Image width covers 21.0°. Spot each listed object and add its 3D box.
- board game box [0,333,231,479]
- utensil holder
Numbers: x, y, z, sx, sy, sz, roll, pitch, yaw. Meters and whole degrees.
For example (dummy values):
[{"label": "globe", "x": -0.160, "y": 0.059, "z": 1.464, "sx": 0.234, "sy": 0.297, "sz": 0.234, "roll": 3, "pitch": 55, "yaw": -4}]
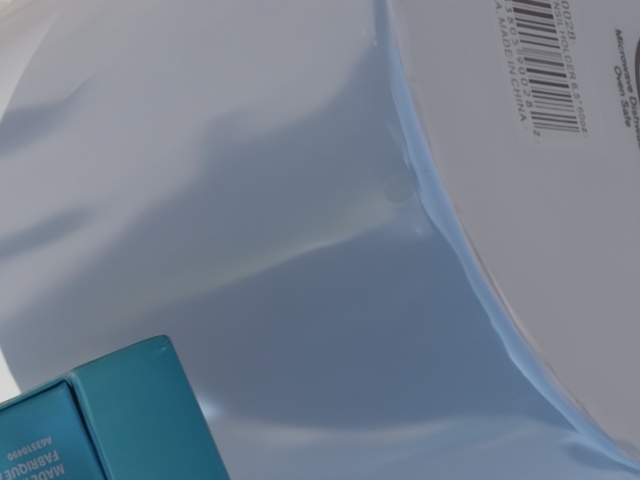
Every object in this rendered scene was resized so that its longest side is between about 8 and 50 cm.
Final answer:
[{"label": "board game box", "x": -0.102, "y": 0.233, "z": 0.552, "sx": 0.254, "sy": 0.079, "sz": 0.336, "roll": -23, "pitch": 89, "yaw": 19}, {"label": "utensil holder", "x": 0.000, "y": 0.000, "z": 0.754, "sx": 0.327, "sy": 0.327, "sz": 0.385, "roll": 34, "pitch": 142, "yaw": -32}]
